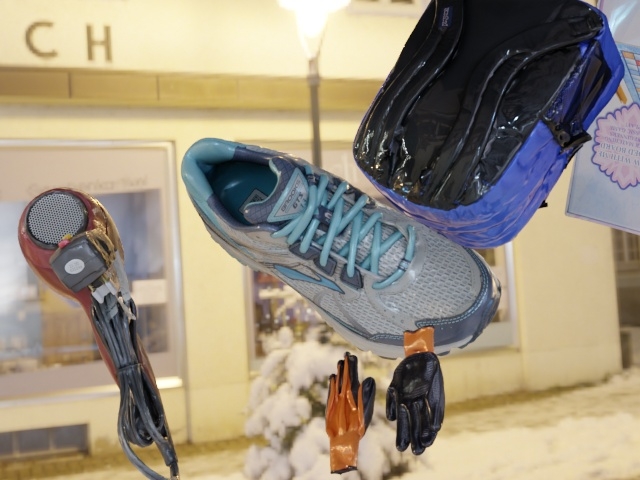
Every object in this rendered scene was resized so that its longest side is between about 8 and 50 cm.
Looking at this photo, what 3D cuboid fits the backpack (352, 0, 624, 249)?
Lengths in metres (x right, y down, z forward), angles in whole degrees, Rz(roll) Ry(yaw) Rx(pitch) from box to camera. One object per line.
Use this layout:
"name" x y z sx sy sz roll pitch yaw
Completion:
"backpack" 0.085 -0.056 0.446 0.098 0.120 0.101 30 -6 39

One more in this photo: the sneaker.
"sneaker" 0.000 0.000 0.683 0.283 0.110 0.122 22 -15 29

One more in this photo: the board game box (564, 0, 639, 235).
"board game box" 0.329 -0.131 0.558 0.065 0.318 0.318 -15 27 -43

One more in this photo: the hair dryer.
"hair dryer" -0.191 0.066 0.744 0.080 0.224 0.293 -16 20 -10

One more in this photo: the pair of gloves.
"pair of gloves" 0.035 0.090 0.503 0.083 0.074 0.010 -23 -39 35
